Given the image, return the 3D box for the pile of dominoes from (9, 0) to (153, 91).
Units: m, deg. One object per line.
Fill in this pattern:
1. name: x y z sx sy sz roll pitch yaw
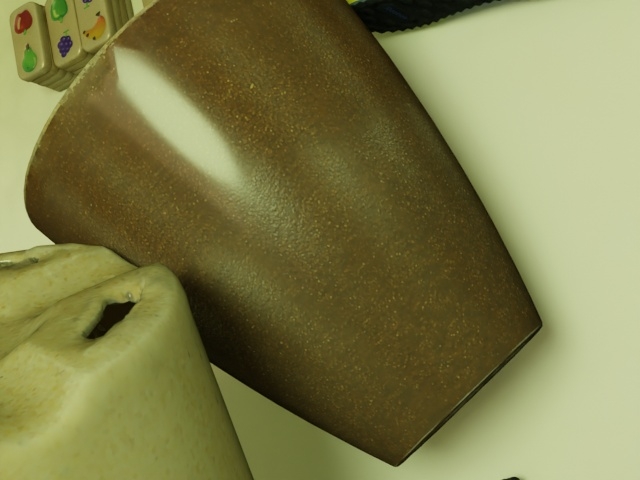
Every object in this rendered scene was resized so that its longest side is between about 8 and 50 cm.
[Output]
1. pile of dominoes: -0.116 -0.173 0.715 0.251 0.040 0.195 -21 73 28

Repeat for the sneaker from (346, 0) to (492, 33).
1. sneaker: 0.100 -0.178 0.568 0.209 0.069 0.082 -5 78 31

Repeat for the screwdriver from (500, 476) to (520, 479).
1. screwdriver: 0.135 0.203 0.524 0.024 0.025 0.169 -36 66 23

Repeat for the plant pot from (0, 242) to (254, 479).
1. plant pot: -0.142 0.178 0.456 0.334 0.334 0.305 1 111 31

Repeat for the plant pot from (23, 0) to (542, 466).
1. plant pot: 0.000 0.000 0.543 0.230 0.215 0.215 45 107 14
